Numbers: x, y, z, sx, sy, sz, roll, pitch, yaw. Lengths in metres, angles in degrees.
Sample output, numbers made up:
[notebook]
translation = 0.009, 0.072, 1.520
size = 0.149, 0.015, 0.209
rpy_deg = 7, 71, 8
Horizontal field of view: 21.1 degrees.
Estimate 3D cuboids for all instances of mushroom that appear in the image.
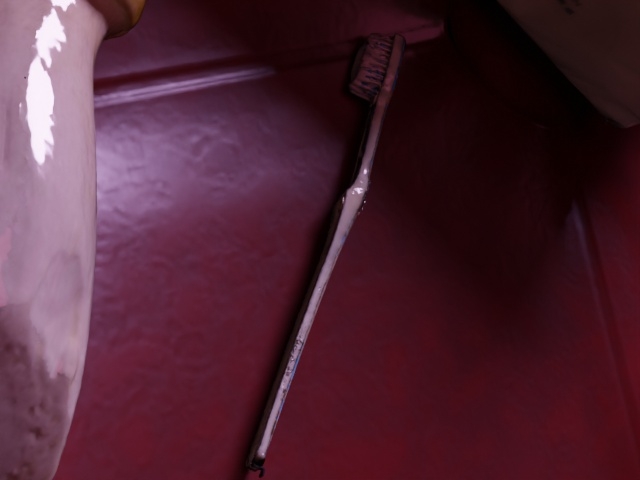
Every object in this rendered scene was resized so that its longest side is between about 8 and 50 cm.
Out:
[mushroom]
translation = -0.166, -0.012, 0.860
size = 0.128, 0.128, 0.350
rpy_deg = 23, 65, -30

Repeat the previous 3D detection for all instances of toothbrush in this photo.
[toothbrush]
translation = 0.005, 0.002, 1.031
size = 0.028, 0.026, 0.294
rpy_deg = 19, 70, -11

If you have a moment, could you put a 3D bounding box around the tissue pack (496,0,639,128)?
[tissue pack]
translation = 0.181, -0.303, 1.094
size = 0.380, 0.207, 0.297
rpy_deg = 43, 62, -21
